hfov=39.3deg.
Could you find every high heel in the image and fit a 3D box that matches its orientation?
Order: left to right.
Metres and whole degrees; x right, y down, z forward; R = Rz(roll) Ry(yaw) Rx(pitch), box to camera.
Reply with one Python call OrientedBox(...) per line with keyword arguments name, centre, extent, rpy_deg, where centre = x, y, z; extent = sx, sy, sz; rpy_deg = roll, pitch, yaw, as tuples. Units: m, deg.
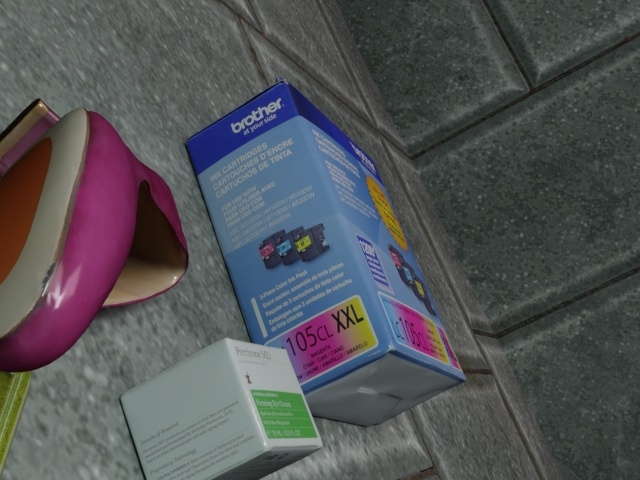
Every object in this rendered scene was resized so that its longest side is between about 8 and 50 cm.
OrientedBox(name="high heel", centre=(-0.119, 0.013, 0.543), extent=(0.181, 0.127, 0.377), rpy_deg=(45, 5, -23))

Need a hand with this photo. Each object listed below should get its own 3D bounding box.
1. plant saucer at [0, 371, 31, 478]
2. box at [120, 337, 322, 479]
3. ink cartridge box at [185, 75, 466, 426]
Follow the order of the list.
OrientedBox(name="plant saucer", centre=(-0.213, 0.074, 0.428), extent=(0.188, 0.045, 0.188), rpy_deg=(52, 18, -30))
OrientedBox(name="box", centre=(-0.072, 0.135, 0.668), extent=(0.101, 0.102, 0.087), rpy_deg=(25, 38, -63))
OrientedBox(name="ink cartridge box", centre=(0.000, 0.000, 1.051), extent=(0.270, 0.151, 0.395), rpy_deg=(32, 32, -61))
